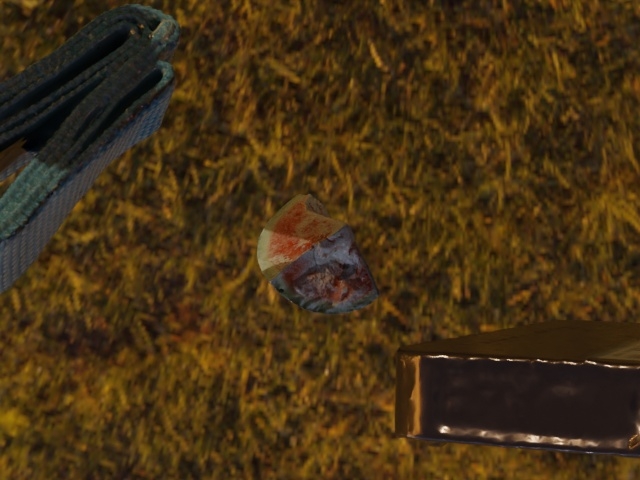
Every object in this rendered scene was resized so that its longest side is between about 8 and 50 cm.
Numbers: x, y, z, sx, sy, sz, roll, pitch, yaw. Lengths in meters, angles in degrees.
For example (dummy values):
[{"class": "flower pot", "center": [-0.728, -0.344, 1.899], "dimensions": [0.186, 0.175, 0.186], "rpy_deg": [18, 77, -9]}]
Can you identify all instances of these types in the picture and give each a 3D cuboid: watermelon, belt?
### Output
[{"class": "watermelon", "center": [0.000, 0.000, 0.804], "dimensions": [0.085, 0.085, 0.061], "rpy_deg": [33, 134, -16]}, {"class": "belt", "center": [-0.139, -0.052, 0.605], "dimensions": [0.100, 0.179, 0.065], "rpy_deg": [38, 144, 7]}]

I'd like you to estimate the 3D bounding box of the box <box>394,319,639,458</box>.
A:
[{"class": "box", "center": [0.197, 0.085, 0.809], "dimensions": [0.211, 0.350, 0.058], "rpy_deg": [2, 89, 26]}]
